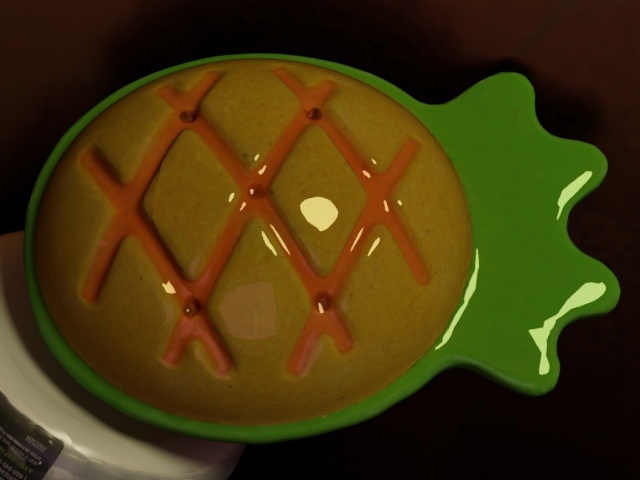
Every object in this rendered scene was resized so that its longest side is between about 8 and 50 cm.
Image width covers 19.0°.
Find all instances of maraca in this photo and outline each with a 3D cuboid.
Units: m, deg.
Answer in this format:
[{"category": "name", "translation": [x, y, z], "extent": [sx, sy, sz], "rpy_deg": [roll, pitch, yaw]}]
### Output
[{"category": "maraca", "translation": [0.000, 0.000, 0.600], "extent": [0.186, 0.127, 0.099], "rpy_deg": [-2, 166, -2]}]

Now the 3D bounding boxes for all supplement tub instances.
[{"category": "supplement tub", "translation": [-0.117, 0.098, 0.670], "extent": [0.117, 0.117, 0.190], "rpy_deg": [30, 122, -12]}]
